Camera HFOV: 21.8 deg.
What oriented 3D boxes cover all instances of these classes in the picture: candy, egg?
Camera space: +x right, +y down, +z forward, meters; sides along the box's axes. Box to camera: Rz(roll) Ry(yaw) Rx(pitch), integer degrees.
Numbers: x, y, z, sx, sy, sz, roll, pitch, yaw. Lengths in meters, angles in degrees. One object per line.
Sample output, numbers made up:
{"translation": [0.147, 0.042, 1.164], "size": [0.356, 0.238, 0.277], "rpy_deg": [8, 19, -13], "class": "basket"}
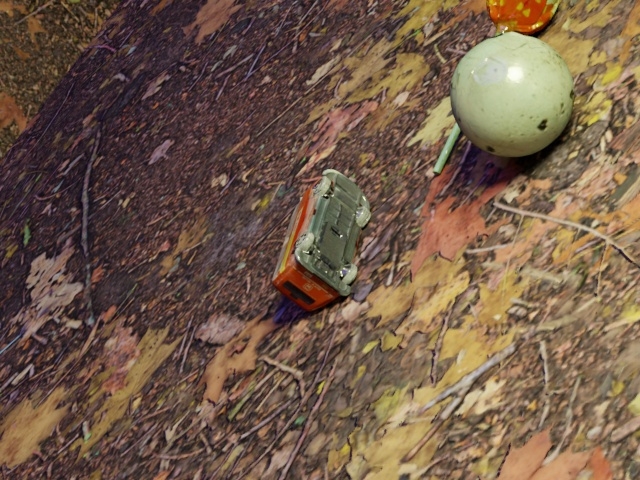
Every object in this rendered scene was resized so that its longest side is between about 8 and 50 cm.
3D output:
{"translation": [0.189, -0.197, 1.913], "size": [0.084, 0.078, 0.288], "rpy_deg": [2, 59, 55], "class": "candy"}
{"translation": [0.196, -0.154, 1.736], "size": [0.131, 0.131, 0.164], "rpy_deg": [-44, 16, 2], "class": "egg"}

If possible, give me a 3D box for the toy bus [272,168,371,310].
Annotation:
{"translation": [0.000, 0.000, 1.877], "size": [0.077, 0.079, 0.174], "rpy_deg": [-40, 22, 36], "class": "toy bus"}
